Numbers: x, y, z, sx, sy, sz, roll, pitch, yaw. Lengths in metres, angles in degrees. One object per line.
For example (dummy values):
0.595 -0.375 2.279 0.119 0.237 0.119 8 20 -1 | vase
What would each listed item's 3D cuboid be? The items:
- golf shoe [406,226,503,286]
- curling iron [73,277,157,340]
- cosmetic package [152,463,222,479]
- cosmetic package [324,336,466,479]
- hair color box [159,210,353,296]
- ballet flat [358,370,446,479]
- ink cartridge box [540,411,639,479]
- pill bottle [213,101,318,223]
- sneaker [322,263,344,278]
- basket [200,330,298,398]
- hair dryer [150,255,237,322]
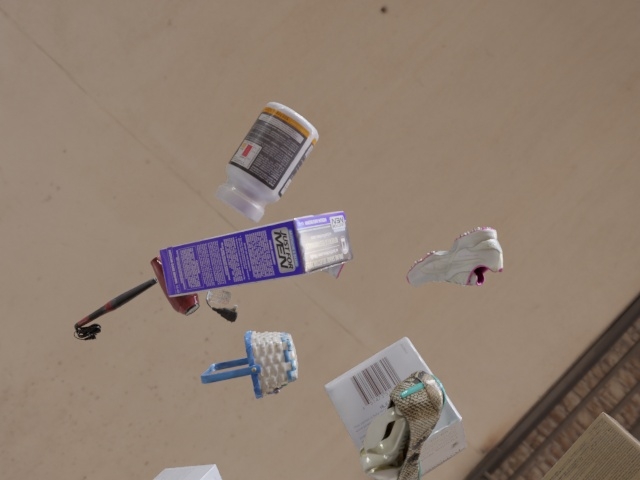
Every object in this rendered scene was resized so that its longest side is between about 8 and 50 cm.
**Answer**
0.368 0.080 1.711 0.115 0.306 0.140 -4 67 -46 | golf shoe
-0.558 0.182 1.688 0.068 0.274 0.035 50 4 -40 | curling iron
-0.334 0.651 1.489 0.151 0.183 0.151 -33 104 -59 | cosmetic package
0.260 0.595 2.073 0.327 0.329 0.394 56 -4 33 | cosmetic package
-0.129 0.027 1.219 0.185 0.338 0.110 -13 93 -59 | hair color box
0.188 0.521 1.607 0.164 0.181 0.483 54 -30 40 | ballet flat
0.634 0.537 1.367 0.088 0.235 0.193 33 10 -33 | ink cartridge box
-0.139 -0.193 1.558 0.162 0.279 0.162 33 -5 3 | pill bottle
0.000 0.000 1.720 0.111 0.103 0.252 17 24 -16 | sneaker
-0.216 0.387 1.918 0.255 0.288 0.201 143 -60 -88 | basket
-0.347 0.109 1.770 0.293 0.224 0.080 13 -23 -1 | hair dryer
